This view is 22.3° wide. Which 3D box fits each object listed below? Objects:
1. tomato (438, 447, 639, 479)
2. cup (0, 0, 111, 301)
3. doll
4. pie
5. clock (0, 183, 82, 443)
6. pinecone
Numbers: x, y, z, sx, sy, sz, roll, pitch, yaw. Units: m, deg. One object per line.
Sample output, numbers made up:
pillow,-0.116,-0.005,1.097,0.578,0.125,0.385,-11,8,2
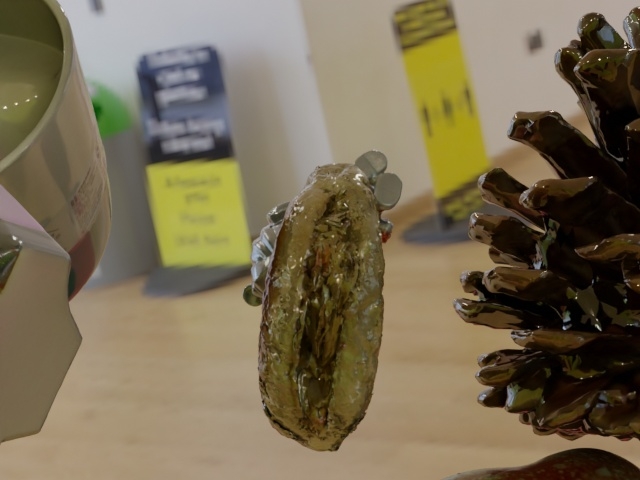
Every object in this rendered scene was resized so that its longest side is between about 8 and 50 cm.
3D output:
tomato,0.153,0.286,1.226,0.270,0.223,0.270,-14,-21,-5
cup,-0.270,-0.031,1.193,0.219,0.258,0.290,-3,57,3
doll,0.000,0.000,1.262,0.180,0.094,0.079,-43,-16,35
pie,0.000,0.045,1.077,0.078,0.194,0.163,4,3,0
clock,-0.220,0.067,0.825,0.083,0.253,0.186,16,16,-42
pinecone,0.278,-0.011,1.239,0.384,0.385,0.384,-11,12,3
